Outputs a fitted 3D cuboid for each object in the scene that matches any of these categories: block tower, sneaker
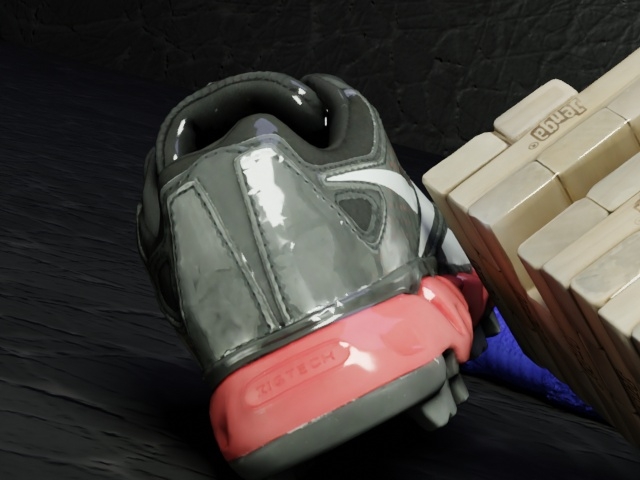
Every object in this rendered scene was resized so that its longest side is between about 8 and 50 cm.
[{"bbox_3d":[0.149,0.043,0.522,0.097,0.091,0.335,56,-7,-32],"label":"block tower"},{"bbox_3d":[0.000,0.000,0.697,0.097,0.135,0.276,-27,1,10],"label":"sneaker"}]

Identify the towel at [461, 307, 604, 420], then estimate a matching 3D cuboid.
[{"bbox_3d":[0.168,0.044,0.971,0.308,0.076,0.227,18,9,32],"label":"towel"}]
